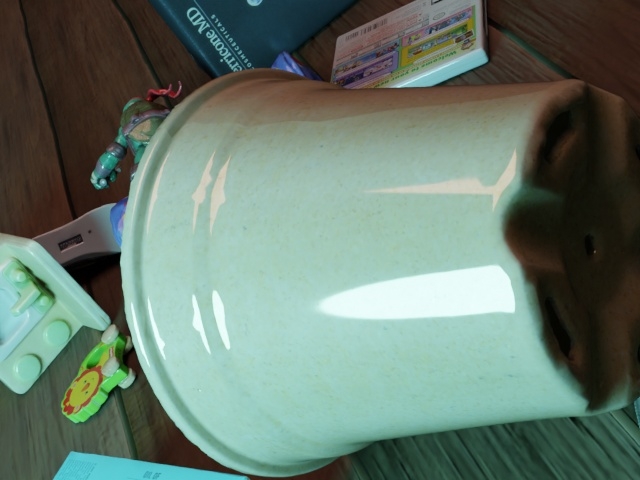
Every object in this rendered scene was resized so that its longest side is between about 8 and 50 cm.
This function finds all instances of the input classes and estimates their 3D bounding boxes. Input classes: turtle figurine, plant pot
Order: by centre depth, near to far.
[{"bbox_3d":[0.080,0.014,0.880,0.305,0.334,0.334,-6,43,41],"label":"plant pot"},{"bbox_3d":[-0.219,-0.118,1.546,0.175,0.118,0.234,-20,41,-9],"label":"turtle figurine"}]

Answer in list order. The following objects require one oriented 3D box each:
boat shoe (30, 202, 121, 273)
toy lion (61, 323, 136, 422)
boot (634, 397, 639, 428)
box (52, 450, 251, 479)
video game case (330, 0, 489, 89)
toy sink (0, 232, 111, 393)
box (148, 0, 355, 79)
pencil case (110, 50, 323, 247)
[{"bbox_3d":[-0.303,0.000,1.561,0.183,0.065,0.083,-18,-4,-4],"label":"boat shoe"},{"bbox_3d":[-0.253,0.155,1.338,0.096,0.034,0.100,-39,30,14],"label":"toy lion"},{"bbox_3d":[0.292,0.048,0.864,0.189,0.076,0.208,-43,21,21],"label":"boot"},{"bbox_3d":[-0.130,0.242,1.023,0.244,0.100,0.060,-3,46,44],"label":"box"},{"bbox_3d":[0.108,-0.238,1.478,0.212,0.023,0.193,-21,34,22],"label":"video game case"},{"bbox_3d":[-0.393,0.087,1.454,0.234,0.153,0.131,8,54,49],"label":"toy sink"},{"bbox_3d":[-0.083,-0.458,1.709,0.395,0.293,0.212,-40,30,-2],"label":"box"},{"bbox_3d":[-0.106,-0.079,1.380,0.306,0.133,0.119,-41,64,9],"label":"pencil case"}]
